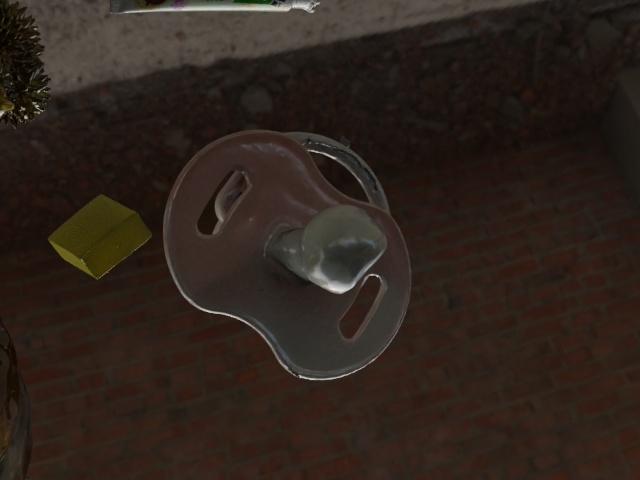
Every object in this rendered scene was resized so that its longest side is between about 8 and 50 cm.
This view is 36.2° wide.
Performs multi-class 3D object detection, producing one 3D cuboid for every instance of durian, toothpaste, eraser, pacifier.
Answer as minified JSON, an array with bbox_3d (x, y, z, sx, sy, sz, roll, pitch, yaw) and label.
[{"bbox_3d":[-0.506,-0.226,1.332,0.258,0.293,0.258,-7,143,-5],"label":"durian"},{"bbox_3d":[-0.141,-0.346,1.341,0.314,0.058,0.056,-7,157,-35],"label":"toothpaste"},{"bbox_3d":[-0.292,-0.006,1.293,0.097,0.122,0.045,-42,123,-20],"label":"eraser"},{"bbox_3d":[-0.021,0.015,1.130,0.332,0.273,0.220,38,108,-18],"label":"pacifier"}]

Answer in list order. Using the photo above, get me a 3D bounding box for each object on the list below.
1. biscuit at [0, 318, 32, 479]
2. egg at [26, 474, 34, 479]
[{"bbox_3d":[-0.320,0.133,0.624,0.268,0.366,0.115,-21,125,-13],"label":"biscuit"},{"bbox_3d":[-0.250,0.252,0.782,0.131,0.131,0.164,-34,134,29],"label":"egg"}]
